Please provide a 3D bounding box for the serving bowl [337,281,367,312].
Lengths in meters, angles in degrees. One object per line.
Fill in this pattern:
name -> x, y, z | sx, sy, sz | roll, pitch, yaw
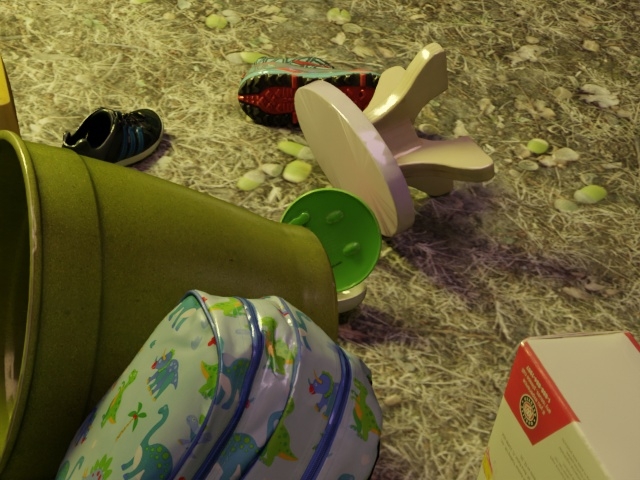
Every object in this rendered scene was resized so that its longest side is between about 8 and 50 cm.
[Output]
serving bowl -> 0.018, 0.072, 1.892 | 0.083, 0.027, 0.083 | -6, 21, 2

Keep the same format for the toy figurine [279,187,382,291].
toy figurine -> 0.000, 0.000, 1.937 | 0.173, 0.130, 0.159 | -29, 4, 9

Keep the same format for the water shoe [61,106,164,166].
water shoe -> -0.279, -0.147, 2.082 | 0.073, 0.080, 0.203 | 25, 39, 19

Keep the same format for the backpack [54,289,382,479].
backpack -> -0.103, 0.217, 1.335 | 0.355, 0.273, 0.290 | -37, 21, 5

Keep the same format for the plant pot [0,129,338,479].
plant pot -> -0.184, 0.085, 1.610 | 0.353, 0.366, 0.366 | 6, 35, -26

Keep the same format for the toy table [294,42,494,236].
toy table -> 0.099, -0.138, 2.043 | 0.161, 0.252, 0.274 | -24, 58, -16

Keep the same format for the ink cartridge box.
ink cartridge box -> 0.252, 0.272, 1.451 | 0.131, 0.306, 0.226 | -6, 39, -21

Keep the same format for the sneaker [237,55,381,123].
sneaker -> 0.013, -0.233, 2.247 | 0.262, 0.104, 0.125 | 8, 34, -3

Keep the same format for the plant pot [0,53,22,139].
plant pot -> -0.474, -0.133, 1.930 | 0.212, 0.187, 0.212 | -3, 38, -17
